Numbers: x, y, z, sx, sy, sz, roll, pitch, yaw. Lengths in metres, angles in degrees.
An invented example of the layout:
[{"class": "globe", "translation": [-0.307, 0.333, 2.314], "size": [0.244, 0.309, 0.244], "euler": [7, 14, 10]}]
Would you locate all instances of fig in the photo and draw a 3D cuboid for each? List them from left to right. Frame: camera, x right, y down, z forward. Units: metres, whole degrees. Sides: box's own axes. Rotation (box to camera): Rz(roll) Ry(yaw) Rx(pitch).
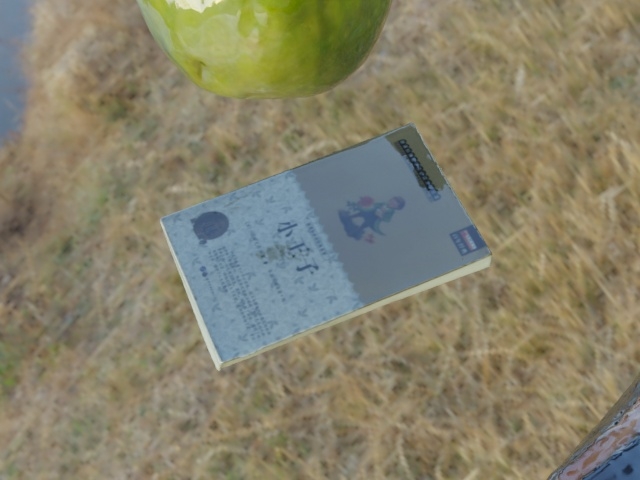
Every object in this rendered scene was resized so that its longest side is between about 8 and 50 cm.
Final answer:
[{"class": "fig", "translation": [-0.063, -0.259, 1.098], "size": [0.233, 0.314, 0.233], "euler": [-14, 46, 15]}]

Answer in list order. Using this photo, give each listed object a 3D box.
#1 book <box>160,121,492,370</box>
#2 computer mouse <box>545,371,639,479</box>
[{"class": "book", "translation": [0.000, 0.000, 0.908], "size": [0.199, 0.016, 0.138], "euler": [-21, 53, -7]}, {"class": "computer mouse", "translation": [0.239, 0.180, 0.842], "size": [0.323, 0.183, 0.116], "euler": [-43, 2, -30]}]
